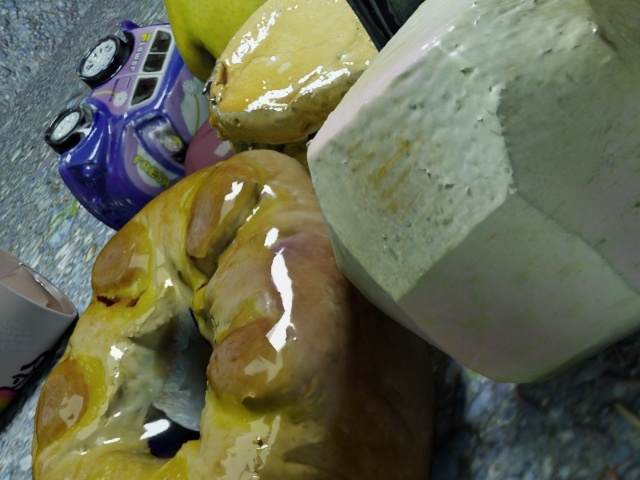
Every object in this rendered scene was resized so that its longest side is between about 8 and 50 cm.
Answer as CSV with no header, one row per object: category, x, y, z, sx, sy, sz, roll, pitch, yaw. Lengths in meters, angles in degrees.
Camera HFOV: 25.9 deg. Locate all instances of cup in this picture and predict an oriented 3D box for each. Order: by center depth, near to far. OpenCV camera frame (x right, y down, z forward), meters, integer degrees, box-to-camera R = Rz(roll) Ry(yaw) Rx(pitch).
cup,-0.413,0.115,1.646,0.200,0.191,0.253,-55,-9,3

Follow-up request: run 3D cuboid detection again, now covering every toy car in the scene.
toy car,-0.179,-0.127,1.547,0.158,0.172,0.235,-7,52,43

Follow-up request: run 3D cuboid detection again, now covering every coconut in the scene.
coconut,0.107,-0.036,0.734,0.237,0.197,0.237,-46,13,14

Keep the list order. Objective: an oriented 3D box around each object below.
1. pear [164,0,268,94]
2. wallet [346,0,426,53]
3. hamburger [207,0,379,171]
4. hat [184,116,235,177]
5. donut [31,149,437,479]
pear,-0.059,-0.321,1.432,0.285,0.285,0.336,-33,30,42
wallet,0.087,-0.164,0.967,0.036,0.222,0.167,0,52,31
hamburger,0.003,-0.144,1.186,0.213,0.108,0.214,-20,32,13
hat,-0.074,-0.084,1.342,0.205,0.089,0.205,-43,23,23
donut,-0.057,0.102,0.861,0.299,0.150,0.317,-4,63,56
